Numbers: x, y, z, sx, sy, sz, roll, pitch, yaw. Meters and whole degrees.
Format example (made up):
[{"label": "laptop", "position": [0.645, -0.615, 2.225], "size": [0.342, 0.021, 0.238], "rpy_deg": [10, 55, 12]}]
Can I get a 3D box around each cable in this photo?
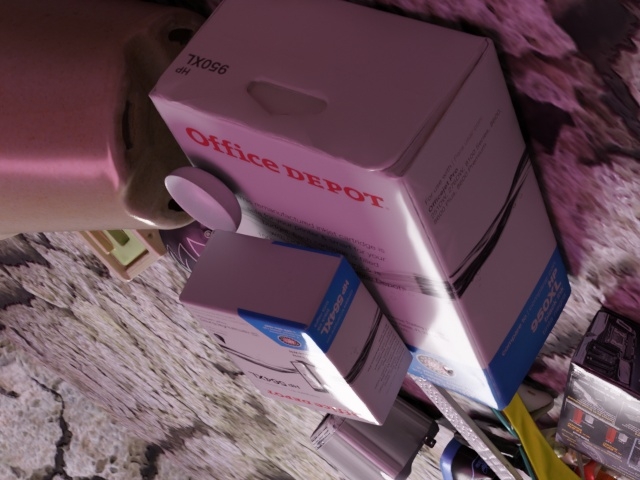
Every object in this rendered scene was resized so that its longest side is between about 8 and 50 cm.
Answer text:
[{"label": "cable", "position": [0.299, 0.289, 1.827], "size": [0.139, 0.072, 0.287], "rpy_deg": [27, 175, -23]}]

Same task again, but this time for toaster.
[{"label": "toaster", "position": [0.078, 0.292, 2.013], "size": [0.146, 0.129, 0.227], "rpy_deg": [36, 160, 2]}]

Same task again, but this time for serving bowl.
[{"label": "serving bowl", "position": [-0.105, -0.042, 1.260], "size": [0.083, 0.027, 0.083], "rpy_deg": [32, 159, 14]}]

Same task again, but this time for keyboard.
[{"label": "keyboard", "position": [0.194, 0.253, 1.826], "size": [0.256, 0.014, 0.072], "rpy_deg": [49, 162, 4]}]

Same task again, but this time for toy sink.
[{"label": "toy sink", "position": [-0.246, -0.046, 1.727], "size": [0.153, 0.131, 0.234], "rpy_deg": [48, 157, -7]}]

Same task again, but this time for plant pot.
[{"label": "plant pot", "position": [-0.265, -0.138, 1.406], "size": [0.305, 0.334, 0.334], "rpy_deg": [6, 147, 29]}]

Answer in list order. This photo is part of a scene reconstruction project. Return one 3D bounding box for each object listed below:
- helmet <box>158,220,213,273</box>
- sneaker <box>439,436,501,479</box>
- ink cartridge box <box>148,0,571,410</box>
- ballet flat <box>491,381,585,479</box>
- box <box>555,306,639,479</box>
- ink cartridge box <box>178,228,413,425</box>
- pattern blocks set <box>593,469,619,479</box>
[{"label": "helmet", "position": [-0.097, -0.028, 1.504], "size": [0.169, 0.162, 0.169], "rpy_deg": [28, 174, 3]}, {"label": "sneaker", "position": [0.244, 0.381, 2.024], "size": [0.090, 0.081, 0.232], "rpy_deg": [28, 158, 33]}, {"label": "ink cartridge box", "position": [0.054, -0.039, 1.294], "size": [0.285, 0.166, 0.395], "rpy_deg": [20, 155, 33]}, {"label": "ballet flat", "position": [0.267, 0.235, 1.664], "size": [0.231, 0.077, 0.077], "rpy_deg": [63, -173, 28]}, {"label": "box", "position": [0.412, 0.218, 1.449], "size": [0.307, 0.076, 0.242], "rpy_deg": [27, 157, 19]}, {"label": "ink cartridge box", "position": [-0.019, 0.086, 1.282], "size": [0.148, 0.086, 0.203], "rpy_deg": [10, 152, 31]}, {"label": "pattern blocks set", "position": [0.460, 0.351, 1.598], "size": [0.285, 0.026, 0.325], "rpy_deg": [30, 178, 4]}]
